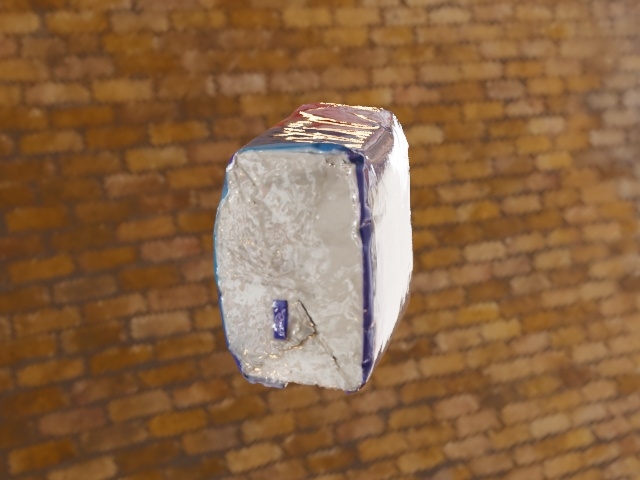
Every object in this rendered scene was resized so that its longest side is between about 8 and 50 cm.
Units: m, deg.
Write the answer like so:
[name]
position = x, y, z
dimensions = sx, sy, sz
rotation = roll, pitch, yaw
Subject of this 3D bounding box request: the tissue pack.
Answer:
[tissue pack]
position = 0.000, 0.000, 1.389
dimensions = 0.269, 0.137, 0.209
rotation = -52, -41, -74
